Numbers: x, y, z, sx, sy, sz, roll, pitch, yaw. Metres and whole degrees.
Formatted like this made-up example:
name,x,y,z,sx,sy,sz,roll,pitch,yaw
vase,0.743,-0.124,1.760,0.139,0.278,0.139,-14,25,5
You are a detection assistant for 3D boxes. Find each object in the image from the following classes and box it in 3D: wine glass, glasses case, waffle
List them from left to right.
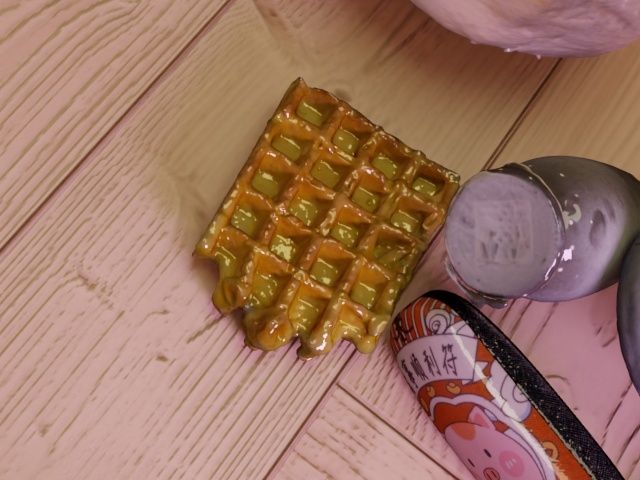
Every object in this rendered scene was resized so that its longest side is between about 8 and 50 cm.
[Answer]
name,x,y,z,sx,sy,sz,roll,pitch,yaw
waffle,0.000,0.000,1.185,0.160,0.055,0.211,31,59,-5
glasses case,0.149,0.151,1.149,0.067,0.103,0.267,-36,82,-29
wine glass,0.182,-0.009,1.191,0.204,0.111,0.111,-5,66,-54

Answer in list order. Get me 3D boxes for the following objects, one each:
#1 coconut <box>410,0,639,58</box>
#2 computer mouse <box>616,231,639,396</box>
name,x,y,z,sx,sy,sz,roll,pitch,yaw
coconut,0.165,-0.358,1.251,0.415,0.344,0.415,46,17,-19
computer mouse,0.379,0.086,1.214,0.371,0.122,0.188,21,69,-39
